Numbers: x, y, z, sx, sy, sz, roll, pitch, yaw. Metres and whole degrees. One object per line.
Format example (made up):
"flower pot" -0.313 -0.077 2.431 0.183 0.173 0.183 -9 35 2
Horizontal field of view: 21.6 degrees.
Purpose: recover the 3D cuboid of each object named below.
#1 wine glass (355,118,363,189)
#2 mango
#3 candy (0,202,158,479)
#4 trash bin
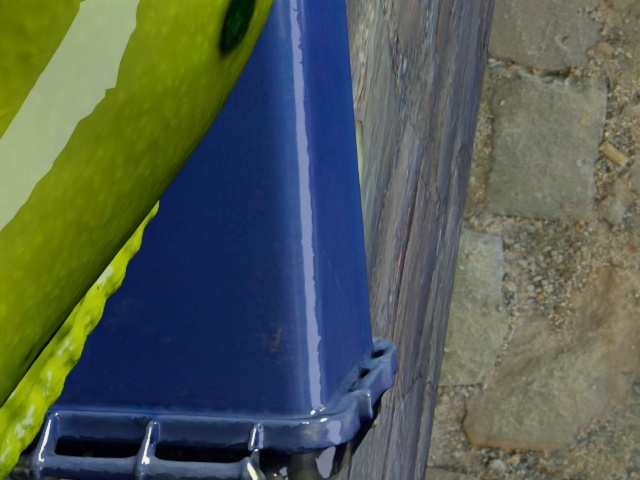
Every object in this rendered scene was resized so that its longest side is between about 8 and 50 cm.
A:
"wine glass" 0.000 0.000 1.288 0.066 0.066 0.198 -25 120 -78
"mango" -0.102 -0.035 0.417 0.175 0.143 0.293 -37 -153 54
"candy" -0.120 0.022 0.557 0.097 0.096 0.209 82 23 -56
"trash bin" -0.054 -0.014 0.718 0.184 0.162 0.235 -40 131 -76
